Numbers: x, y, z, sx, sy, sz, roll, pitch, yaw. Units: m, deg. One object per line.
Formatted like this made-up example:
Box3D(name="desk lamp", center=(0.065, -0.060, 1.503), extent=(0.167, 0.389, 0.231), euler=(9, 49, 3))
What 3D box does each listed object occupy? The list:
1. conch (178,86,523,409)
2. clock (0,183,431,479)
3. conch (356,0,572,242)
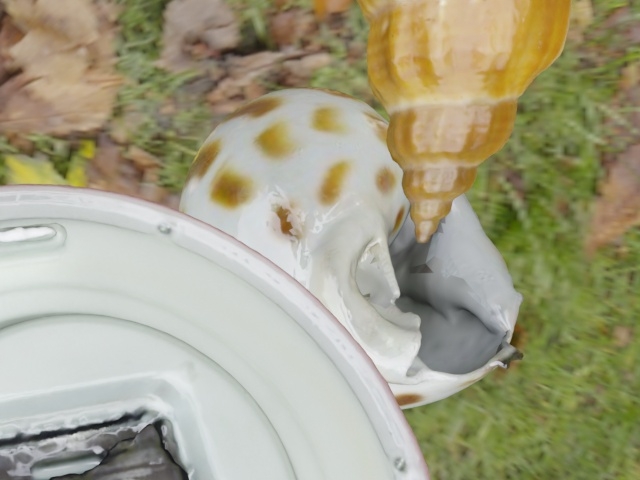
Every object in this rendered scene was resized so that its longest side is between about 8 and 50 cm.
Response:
Box3D(name="conch", center=(0.000, 0.000, 1.192), extent=(0.183, 0.275, 0.149), euler=(25, 129, -36))
Box3D(name="clock", center=(-0.074, 0.091, 0.615), extent=(0.244, 0.056, 0.244), euler=(11, 60, -20))
Box3D(name="conch", center=(0.061, -0.163, 0.875), extent=(0.109, 0.093, 0.330), euler=(5, 82, 10))
